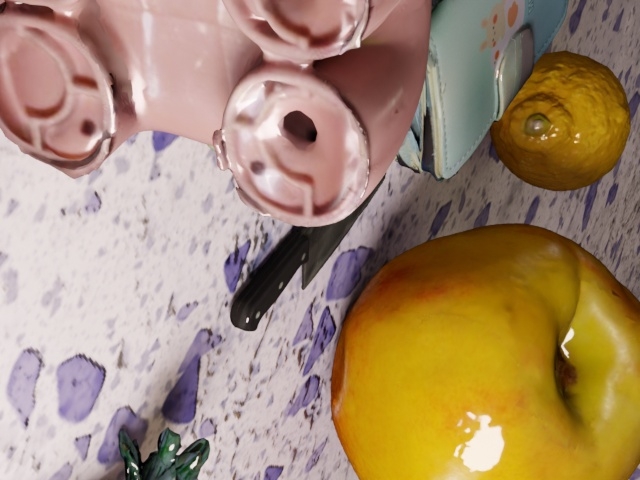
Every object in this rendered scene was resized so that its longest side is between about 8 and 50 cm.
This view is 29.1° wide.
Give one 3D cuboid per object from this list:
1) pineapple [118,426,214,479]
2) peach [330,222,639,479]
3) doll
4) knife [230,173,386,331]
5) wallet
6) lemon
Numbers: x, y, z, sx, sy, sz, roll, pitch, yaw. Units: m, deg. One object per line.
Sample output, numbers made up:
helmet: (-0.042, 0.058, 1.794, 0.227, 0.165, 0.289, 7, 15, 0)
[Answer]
pineapple: (-0.140, 0.203, 0.739, 0.221, 0.083, 0.103, -46, 150, -47)
peach: (0.139, 0.137, 1.093, 0.289, 0.289, 0.308, -55, -167, -30)
doll: (-0.028, -0.142, 0.517, 0.268, 0.216, 0.284, -54, 152, -46)
knife: (0.000, 0.000, 0.961, 0.245, 0.019, 0.072, -51, 153, -41)
wallet: (0.132, -0.186, 1.018, 0.250, 0.075, 0.176, -53, 149, -32)
lemon: (0.237, -0.119, 1.231, 0.187, 0.142, 0.142, -18, 127, -68)
